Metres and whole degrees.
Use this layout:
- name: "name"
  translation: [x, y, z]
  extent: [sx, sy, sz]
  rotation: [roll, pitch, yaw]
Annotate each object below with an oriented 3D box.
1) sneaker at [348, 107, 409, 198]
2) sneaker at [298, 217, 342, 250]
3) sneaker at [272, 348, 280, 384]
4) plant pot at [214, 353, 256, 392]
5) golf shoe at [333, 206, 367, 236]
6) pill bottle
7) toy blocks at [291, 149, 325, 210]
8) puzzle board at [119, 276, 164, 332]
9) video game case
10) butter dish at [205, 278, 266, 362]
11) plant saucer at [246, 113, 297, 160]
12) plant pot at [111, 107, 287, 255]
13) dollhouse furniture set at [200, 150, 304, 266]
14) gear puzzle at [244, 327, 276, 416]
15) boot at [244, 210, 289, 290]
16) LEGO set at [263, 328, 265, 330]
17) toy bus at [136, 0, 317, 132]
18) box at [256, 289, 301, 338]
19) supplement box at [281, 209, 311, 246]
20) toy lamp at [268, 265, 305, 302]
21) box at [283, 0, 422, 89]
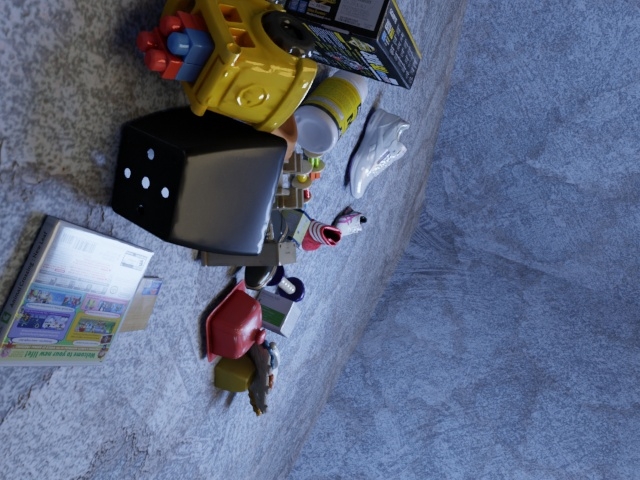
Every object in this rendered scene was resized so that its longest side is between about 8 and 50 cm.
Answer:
- name: "sneaker"
  translation: [0.189, -0.273, 1.798]
  extent: [0.305, 0.152, 0.114]
  rotation: [-68, 166, 3]
- name: "sneaker"
  translation: [0.000, 0.000, 1.569]
  extent: [0.087, 0.128, 0.221]
  rotation: [-66, 162, -6]
- name: "sneaker"
  translation: [-0.152, 0.344, 1.640]
  extent: [0.212, 0.080, 0.094]
  rotation: [101, 6, -52]
- name: "plant pot"
  translation: [-0.210, 0.336, 1.396]
  extent: [0.081, 0.083, 0.082]
  rotation: [-50, 156, -48]
- name: "golf shoe"
  translation: [0.099, -0.054, 1.901]
  extent: [0.186, 0.085, 0.068]
  rotation: [-47, 154, -50]
- name: "pill bottle"
  translation: [0.025, -0.307, 1.286]
  extent: [0.208, 0.119, 0.119]
  rotation: [-56, 160, -37]
- name: "toy blocks"
  translation: [-0.031, -0.155, 1.412]
  extent: [0.123, 0.054, 0.148]
  rotation: [-56, 159, -36]
- name: "puzzle board"
  translation: [-0.312, 0.105, 0.911]
  extent: [0.128, 0.011, 0.096]
  rotation: [18, 92, -74]
- name: "video game case"
  translation: [-0.335, 0.081, 0.764]
  extent: [0.193, 0.023, 0.212]
  rotation: [-67, 161, -5]
- name: "butter dish"
  translation: [-0.179, 0.200, 1.264]
  extent: [0.160, 0.118, 0.160]
  rotation: [-50, 156, -46]
- name: "plant saucer"
  translation: [-0.090, -0.233, 0.945]
  extent: [0.200, 0.037, 0.200]
  rotation: [57, 22, -37]
- name: "plant pot"
  translation: [-0.188, -0.087, 0.799]
  extent: [0.167, 0.188, 0.188]
  rotation: [-10, 121, -55]
- name: "dollhouse furniture set"
  translation: [-0.143, -0.072, 1.092]
  extent: [0.212, 0.160, 0.242]
  rotation: [-2, 91, -73]
- name: "gear puzzle"
  translation: [-0.158, 0.355, 1.456]
  extent: [0.044, 0.175, 0.339]
  rotation: [-13, 133, -25]
- name: "boot"
  translation: [-0.138, 0.000, 1.254]
  extent: [0.137, 0.076, 0.198]
  rotation: [77, 24, -56]
- name: "LEGO set"
  translation: [-0.142, 0.233, 1.590]
  extent: [0.054, 0.023, 0.083]
  rotation: [-20, 129, -69]
- name: "toy bus"
  translation: [-0.142, -0.270, 0.737]
  extent: [0.211, 0.220, 0.149]
  rotation: [-4, 150, -41]
- name: "box"
  translation: [-0.121, 0.196, 1.475]
  extent: [0.087, 0.101, 0.102]
  rotation: [-64, 163, -17]
- name: "supplement box"
  translation: [-0.072, -0.037, 1.422]
  extent: [0.083, 0.056, 0.083]
  rotation: [-67, 164, -7]
- name: "toy lamp"
  translation: [-0.096, 0.119, 1.504]
  extent: [0.080, 0.080, 0.275]
  rotation: [-65, 164, -11]
- name: "box"
  translation: [0.028, -0.369, 0.973]
  extent: [0.322, 0.257, 0.079]
  rotation: [-4, 113, -71]
